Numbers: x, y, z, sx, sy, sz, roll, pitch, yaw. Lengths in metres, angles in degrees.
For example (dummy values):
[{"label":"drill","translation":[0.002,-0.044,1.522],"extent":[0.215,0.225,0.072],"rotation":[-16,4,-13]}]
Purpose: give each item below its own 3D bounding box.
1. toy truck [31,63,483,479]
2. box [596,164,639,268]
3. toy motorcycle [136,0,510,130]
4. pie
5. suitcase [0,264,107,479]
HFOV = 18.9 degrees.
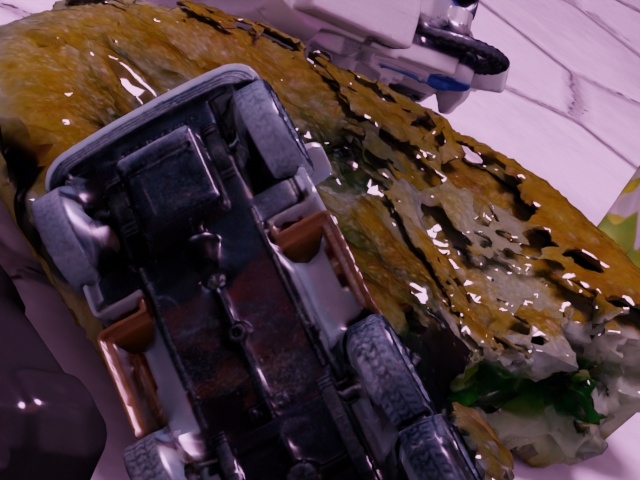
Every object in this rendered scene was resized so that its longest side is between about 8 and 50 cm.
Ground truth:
[{"label":"toy truck","translation":[-0.006,0.048,0.530],"extent":[0.177,0.080,0.115],"rotation":[65,5,32]},{"label":"box","translation":[0.268,-0.006,1.024],"extent":[0.111,0.194,0.260],"rotation":[27,19,-17]},{"label":"toy motorcycle","translation":[-0.014,-0.114,0.939],"extent":[0.221,0.102,0.150],"rotation":[19,-9,-36]},{"label":"pie","translation":[0.000,0.000,0.771],"extent":[0.296,0.078,0.371],"rotation":[38,20,20]},{"label":"suitcase","translation":[-0.205,-0.004,0.464],"extent":[0.286,0.066,0.206],"rotation":[13,27,-45]}]
